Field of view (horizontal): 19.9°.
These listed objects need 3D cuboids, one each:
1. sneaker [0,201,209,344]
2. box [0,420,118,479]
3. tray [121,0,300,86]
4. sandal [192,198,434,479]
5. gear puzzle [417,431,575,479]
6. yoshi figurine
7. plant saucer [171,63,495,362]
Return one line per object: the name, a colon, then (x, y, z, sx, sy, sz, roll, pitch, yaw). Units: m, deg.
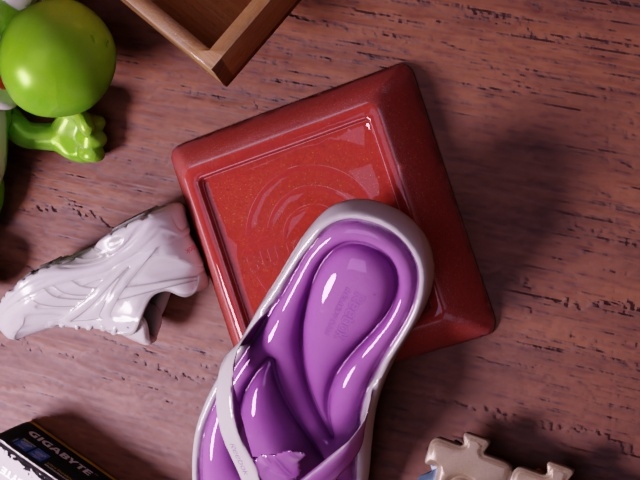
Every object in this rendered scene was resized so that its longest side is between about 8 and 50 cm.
sneaker: (-0.209, 0.058, 1.747, 0.232, 0.090, 0.115, -27, 92, 25)
box: (-0.233, 0.371, 1.801, 0.322, 0.079, 0.257, 32, 109, 15)
tray: (-0.177, -0.346, 1.658, 0.411, 0.076, 0.203, 40, 88, 14)
sandal: (-0.026, 0.150, 1.634, 0.169, 0.102, 0.416, 21, 117, 8)
gear puzzle: (0.237, 0.292, 1.626, 0.339, 0.044, 0.175, 19, 102, 16)
yoshi figurine: (-0.310, -0.103, 1.722, 0.203, 0.203, 0.362, 28, 104, 0)
plant saucer: (0.000, 0.000, 1.677, 0.258, 0.047, 0.259, -18, 90, 23)
